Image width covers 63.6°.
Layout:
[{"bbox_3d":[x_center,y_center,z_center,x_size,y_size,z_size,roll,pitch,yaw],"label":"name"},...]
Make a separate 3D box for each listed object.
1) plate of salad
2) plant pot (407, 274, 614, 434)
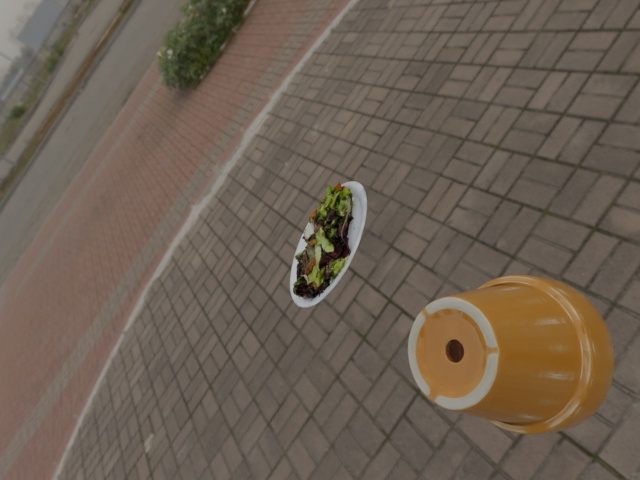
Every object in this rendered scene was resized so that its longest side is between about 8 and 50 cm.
[{"bbox_3d":[0.000,0.000,0.748,0.200,0.048,0.200,-46,30,36],"label":"plate of salad"},{"bbox_3d":[0.219,0.140,0.644,0.205,0.188,0.205,-14,72,50],"label":"plant pot"}]
